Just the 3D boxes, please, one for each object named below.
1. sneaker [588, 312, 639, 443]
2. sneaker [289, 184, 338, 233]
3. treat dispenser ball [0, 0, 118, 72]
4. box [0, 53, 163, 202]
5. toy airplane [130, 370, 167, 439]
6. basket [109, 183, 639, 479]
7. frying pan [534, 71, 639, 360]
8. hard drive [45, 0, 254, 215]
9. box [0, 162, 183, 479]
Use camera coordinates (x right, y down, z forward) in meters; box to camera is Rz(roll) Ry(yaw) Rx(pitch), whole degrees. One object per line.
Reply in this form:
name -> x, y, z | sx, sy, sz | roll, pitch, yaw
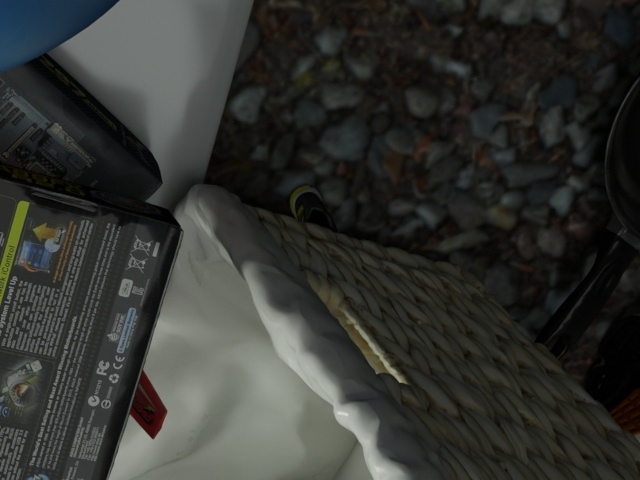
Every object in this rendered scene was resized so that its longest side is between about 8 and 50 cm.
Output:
sneaker -> 0.298, 0.161, 0.914 | 0.121, 0.099, 0.262 | 8, 120, -28
sneaker -> 0.000, 0.000, 0.771 | 0.031, 0.035, 0.083 | -27, 119, -1
treat dispenser ball -> -0.186, -0.207, 0.420 | 0.288, 0.288, 0.288 | -7, 117, -13
box -> -0.242, -0.023, 0.624 | 0.233, 0.059, 0.183 | -43, 118, 7
toy airplane -> -0.149, 0.090, 0.671 | 0.028, 0.151, 0.151 | 9, 116, -55
basket -> 0.008, 0.197, 0.680 | 0.266, 0.328, 0.331 | 15, 113, -37
frying pan -> 0.292, -0.026, 0.836 | 0.197, 0.053, 0.326 | 8, 114, -20
hard drive -> -0.179, -0.104, 0.664 | 0.233, 0.047, 0.353 | 10, 112, -20
box -> -0.220, 0.085, 0.578 | 0.216, 0.060, 0.270 | 15, 97, -19
